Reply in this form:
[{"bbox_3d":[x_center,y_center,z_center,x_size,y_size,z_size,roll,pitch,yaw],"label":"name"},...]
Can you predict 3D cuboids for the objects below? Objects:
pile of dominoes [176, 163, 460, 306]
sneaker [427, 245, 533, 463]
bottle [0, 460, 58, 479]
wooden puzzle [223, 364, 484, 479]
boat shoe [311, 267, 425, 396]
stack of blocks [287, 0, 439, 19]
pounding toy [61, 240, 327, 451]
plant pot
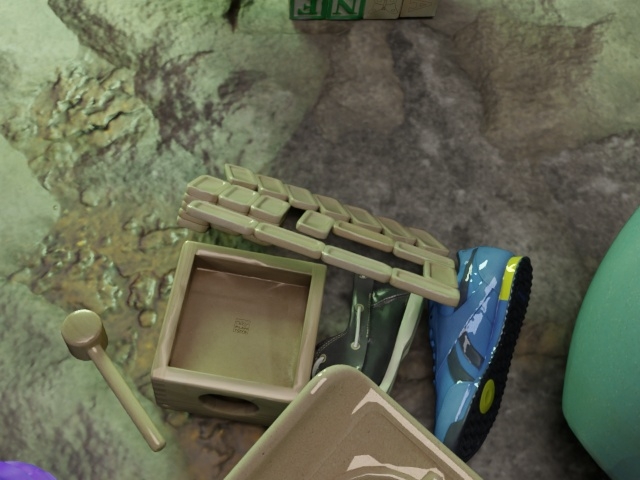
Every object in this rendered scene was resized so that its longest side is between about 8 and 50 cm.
[{"bbox_3d":[0.000,0.000,0.779,0.251,0.196,0.040,20,106,3],"label":"pile of dominoes"},{"bbox_3d":[0.130,0.101,0.786,0.082,0.069,0.209,9,66,30],"label":"sneaker"},{"bbox_3d":[-0.213,0.207,0.563,0.092,0.283,0.118,39,64,13],"label":"bottle"},{"bbox_3d":[0.038,0.317,0.616,0.348,0.080,0.322,41,86,9],"label":"wooden puzzle"},{"bbox_3d":[0.027,0.122,0.749,0.079,0.084,0.233,19,58,8],"label":"boat shoe"},{"bbox_3d":[-0.010,-0.326,0.916,0.297,0.171,0.087,-3,64,-7],"label":"stack of blocks"},{"bbox_3d":[-0.112,0.102,0.732,0.206,0.094,0.181,10,62,-1],"label":"pounding toy"},{"bbox_3d":[0.315,0.121,0.698,0.195,0.290,0.290,-47,73,14],"label":"plant pot"}]
